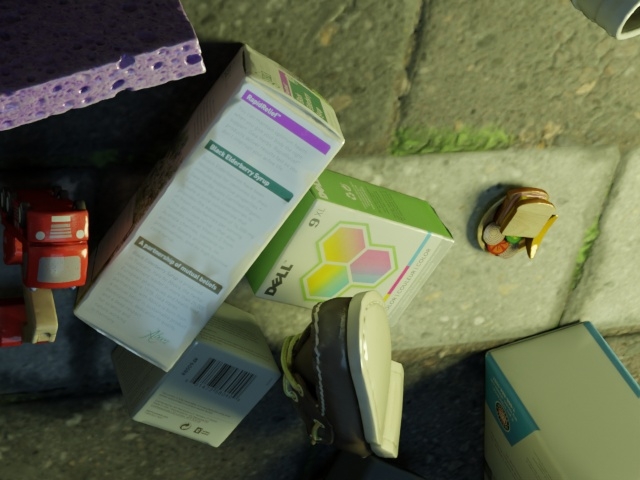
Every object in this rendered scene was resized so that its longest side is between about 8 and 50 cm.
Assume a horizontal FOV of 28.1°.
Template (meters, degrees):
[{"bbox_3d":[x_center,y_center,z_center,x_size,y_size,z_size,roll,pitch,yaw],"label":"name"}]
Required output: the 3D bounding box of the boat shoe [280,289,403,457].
[{"bbox_3d":[0.016,0.123,1.125,0.096,0.116,0.324,4,162,9],"label":"boat shoe"}]

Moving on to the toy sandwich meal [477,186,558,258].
[{"bbox_3d":[0.188,-0.013,1.208,0.085,0.029,0.085,-13,131,-15],"label":"toy sandwich meal"}]

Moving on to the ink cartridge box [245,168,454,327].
[{"bbox_3d":[0.000,0.000,1.110,0.209,0.062,0.109,16,120,-33],"label":"ink cartridge box"}]

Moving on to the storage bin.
[{"bbox_3d":[0.053,0.274,1.352,0.135,0.098,0.091,30,83,-39],"label":"storage bin"}]

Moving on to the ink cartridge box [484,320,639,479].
[{"bbox_3d":[0.274,0.277,1.356,0.129,0.223,0.307,-17,132,-12],"label":"ink cartridge box"}]

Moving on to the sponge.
[{"bbox_3d":[-0.194,-0.128,0.876,0.210,0.117,0.031,-18,134,-10],"label":"sponge"}]

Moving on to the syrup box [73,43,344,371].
[{"bbox_3d":[-0.089,-0.026,1.000,0.096,0.093,0.237,34,106,-18],"label":"syrup box"}]

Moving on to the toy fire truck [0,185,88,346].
[{"bbox_3d":[-0.217,0.028,0.981,0.047,0.192,0.135,-3,100,-22],"label":"toy fire truck"}]

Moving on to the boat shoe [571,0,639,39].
[{"bbox_3d":[0.323,-0.224,1.032,0.267,0.088,0.096,-17,150,-24],"label":"boat shoe"}]

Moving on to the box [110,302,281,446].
[{"bbox_3d":[-0.111,0.110,1.131,0.101,0.087,0.102,26,114,-38],"label":"box"}]
